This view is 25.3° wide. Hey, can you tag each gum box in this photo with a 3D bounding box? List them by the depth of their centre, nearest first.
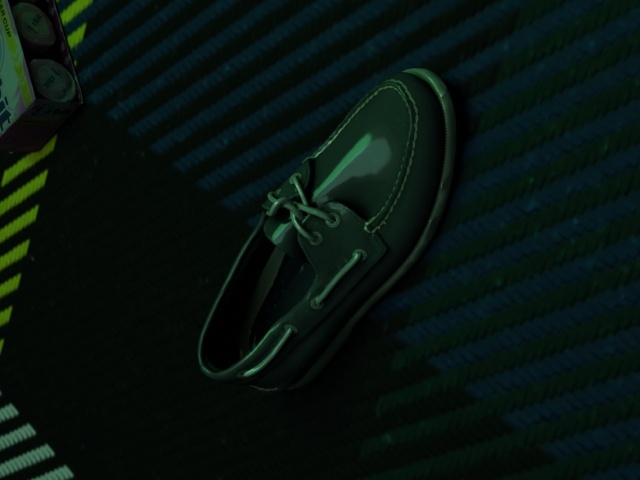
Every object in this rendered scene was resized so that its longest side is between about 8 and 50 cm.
[{"bbox_3d":[-0.326,-0.202,1.522,0.107,0.062,0.188,-37,64,41],"label":"gum box"}]

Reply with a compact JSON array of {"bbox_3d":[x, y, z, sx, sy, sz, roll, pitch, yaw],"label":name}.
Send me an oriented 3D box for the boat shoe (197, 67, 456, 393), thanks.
[{"bbox_3d":[0.000,0.000,1.139,0.116,0.099,0.319,53,126,34],"label":"boat shoe"}]
